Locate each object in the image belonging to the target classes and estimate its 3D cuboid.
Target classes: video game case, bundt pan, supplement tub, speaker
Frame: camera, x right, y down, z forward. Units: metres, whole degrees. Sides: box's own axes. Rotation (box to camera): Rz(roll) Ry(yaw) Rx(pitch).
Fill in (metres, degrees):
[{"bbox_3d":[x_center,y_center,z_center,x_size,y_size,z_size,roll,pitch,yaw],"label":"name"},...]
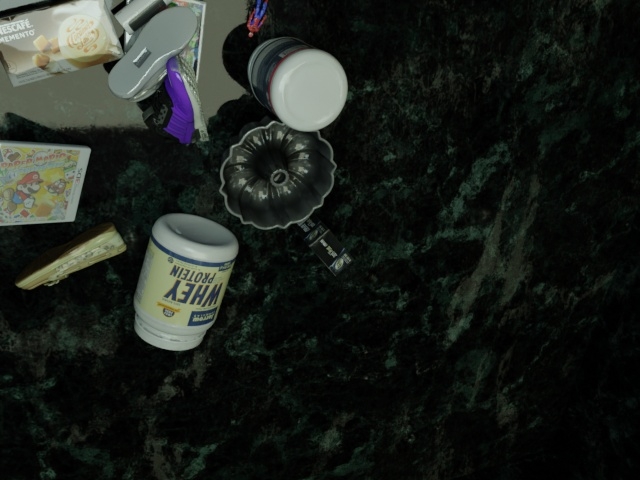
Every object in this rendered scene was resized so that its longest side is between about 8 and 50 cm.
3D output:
[{"bbox_3d":[-0.676,-0.135,1.337,0.227,0.026,0.206,-8,125,-56],"label":"video game case"},{"bbox_3d":[-0.130,-0.200,1.545,0.330,0.124,0.331,-12,128,-16],"label":"bundt pan"},{"bbox_3d":[-0.379,0.113,1.545,0.235,0.235,0.325,10,112,-28],"label":"supplement tub"},{"bbox_3d":[-0.378,-0.488,1.350,0.183,0.023,0.201,1,115,-25],"label":"video game case"},{"bbox_3d":[-0.066,-0.396,1.388,0.191,0.272,0.191,-11,120,-19],"label":"supplement tub"},{"bbox_3d":[-0.400,-0.531,1.269,0.136,0.055,0.055,-39,125,-2],"label":"speaker"}]

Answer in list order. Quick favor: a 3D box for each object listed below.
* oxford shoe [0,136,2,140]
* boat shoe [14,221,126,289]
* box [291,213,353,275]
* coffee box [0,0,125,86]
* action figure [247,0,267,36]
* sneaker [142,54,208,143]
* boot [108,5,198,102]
[{"bbox_3d":[-0.755,-0.159,1.309,0.096,0.098,0.271,-28,125,-9],"label":"oxford shoe"},{"bbox_3d":[-0.656,0.058,1.470,0.285,0.104,0.089,-29,122,-8],"label":"boat shoe"},{"bbox_3d":[0.000,0.000,1.690,0.077,0.180,0.147,-41,126,-1],"label":"box"},{"bbox_3d":[-0.580,-0.447,1.232,0.246,0.098,0.141,-20,123,-14],"label":"coffee box"},{"bbox_3d":[-0.157,-0.568,1.404,0.038,0.030,0.115,13,113,-35],"label":"action figure"},{"bbox_3d":[-0.358,-0.316,1.339,0.146,0.102,0.293,-11,158,-8],"label":"sneaker"},{"bbox_3d":[-0.382,-0.429,1.299,0.258,0.123,0.095,-43,96,1],"label":"boot"}]
